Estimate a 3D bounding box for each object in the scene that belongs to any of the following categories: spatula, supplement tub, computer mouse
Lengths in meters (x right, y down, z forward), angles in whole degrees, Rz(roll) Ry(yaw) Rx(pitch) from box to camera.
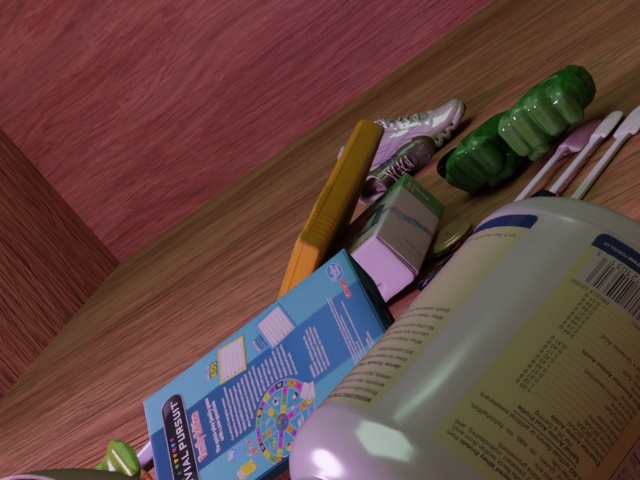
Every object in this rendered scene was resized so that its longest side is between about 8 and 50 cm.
[{"bbox_3d":[0.368,-0.114,1.460,0.242,0.019,0.168,-47,21,-28],"label":"spatula"},{"bbox_3d":[0.126,0.150,0.740,0.325,0.235,0.235,-45,14,-24],"label":"supplement tub"},{"bbox_3d":[0.227,0.010,1.396,0.242,0.041,0.071,-39,2,35],"label":"computer mouse"}]

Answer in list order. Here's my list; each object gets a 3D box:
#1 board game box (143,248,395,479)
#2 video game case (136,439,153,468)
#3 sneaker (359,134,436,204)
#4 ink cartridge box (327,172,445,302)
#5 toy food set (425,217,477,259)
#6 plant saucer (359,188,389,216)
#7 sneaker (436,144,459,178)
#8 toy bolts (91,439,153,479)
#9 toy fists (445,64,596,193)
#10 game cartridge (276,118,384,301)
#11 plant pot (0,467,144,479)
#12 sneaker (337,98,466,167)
[{"bbox_3d":[-0.049,0.197,1.237,0.336,0.079,0.254,-38,34,9],"label":"board game box"},{"bbox_3d":[-0.208,0.275,1.507,0.212,0.023,0.193,-48,-7,23],"label":"video game case"},{"bbox_3d":[0.146,-0.130,2.037,0.192,0.064,0.086,-30,23,35],"label":"sneaker"},{"bbox_3d":[0.092,0.013,1.574,0.154,0.093,0.212,-43,11,33],"label":"ink cartridge box"},{"bbox_3d":[0.194,-0.003,1.546,0.083,0.020,0.082,-43,14,-18],"label":"toy food set"},{"bbox_3d":[0.125,-0.065,1.947,0.119,0.021,0.119,-36,13,10],"label":"plant saucer"},{"bbox_3d":[0.278,-0.160,1.799,0.161,0.057,0.075,-36,-3,20],"label":"sneaker"},{"bbox_3d":[-0.290,0.415,1.336,0.228,0.158,0.218,-32,51,-15],"label":"toy bolts"},{"bbox_3d":[0.304,-0.163,1.602,0.142,0.096,0.279,-35,1,-43],"label":"toy fists"},{"bbox_3d":[0.000,0.000,1.650,0.323,0.053,0.285,-60,-7,-46],"label":"game cartridge"},{"bbox_3d":[-0.197,0.346,0.998,0.284,0.284,0.191,-32,-14,29],"label":"plant pot"},{"bbox_3d":[0.165,-0.211,2.123,0.292,0.118,0.110,-34,12,16],"label":"sneaker"}]
